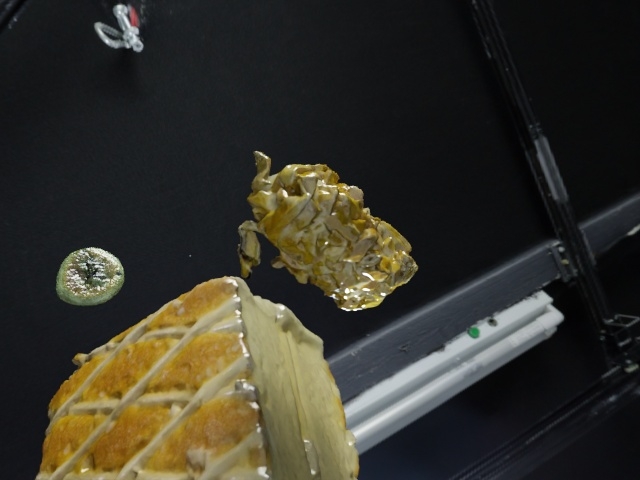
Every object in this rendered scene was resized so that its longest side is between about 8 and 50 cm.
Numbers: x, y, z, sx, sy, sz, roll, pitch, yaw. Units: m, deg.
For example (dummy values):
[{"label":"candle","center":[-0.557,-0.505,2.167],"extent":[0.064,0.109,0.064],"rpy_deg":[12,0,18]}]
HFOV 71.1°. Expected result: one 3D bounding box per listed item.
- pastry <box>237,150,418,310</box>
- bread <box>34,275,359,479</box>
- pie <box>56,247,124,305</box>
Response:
[{"label":"pastry","center":[0.000,0.000,0.541],"extent":[0.250,0.154,0.102],"rpy_deg":[35,-137,-39]},{"label":"bread","center":[-0.177,0.302,0.653],"extent":[0.390,0.371,0.279],"rpy_deg":[-30,-45,10]},{"label":"pie","center":[-0.293,0.045,0.572],"extent":[0.084,0.021,0.084],"rpy_deg":[7,-123,-11]}]
